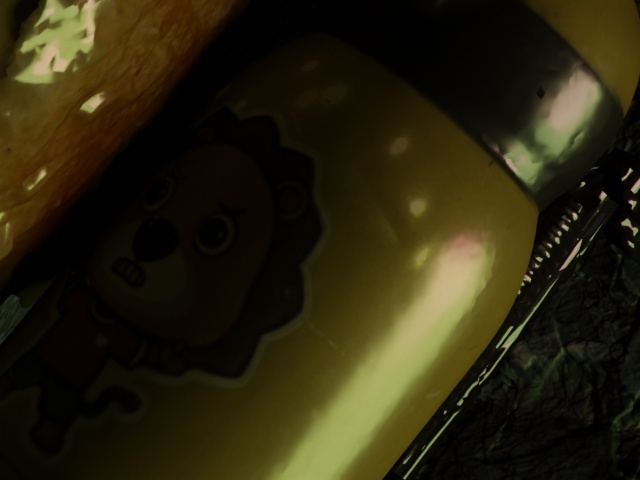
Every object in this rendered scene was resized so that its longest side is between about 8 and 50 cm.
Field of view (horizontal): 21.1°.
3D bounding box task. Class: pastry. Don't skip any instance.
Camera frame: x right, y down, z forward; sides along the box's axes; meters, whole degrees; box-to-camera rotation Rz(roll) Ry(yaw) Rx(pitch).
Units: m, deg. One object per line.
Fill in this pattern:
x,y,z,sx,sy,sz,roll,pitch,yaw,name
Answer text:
-0.115,-0.097,0.715,0.330,0.136,0.329,-53,180,0,pastry

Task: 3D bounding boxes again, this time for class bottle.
0.000,0.000,0.750,0.351,0.171,0.171,-53,173,-5,bottle

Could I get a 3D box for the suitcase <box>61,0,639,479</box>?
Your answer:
-0.019,-0.031,0.924,0.230,0.335,0.152,-52,167,-3,suitcase
